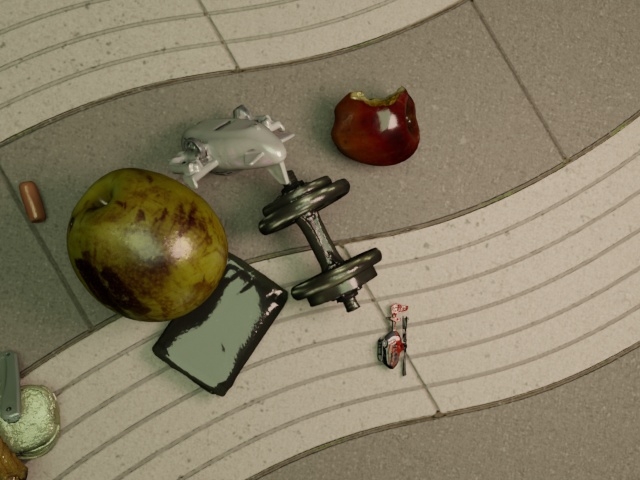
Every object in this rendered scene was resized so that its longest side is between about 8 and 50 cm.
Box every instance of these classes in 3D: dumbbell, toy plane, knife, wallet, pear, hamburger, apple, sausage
[{"bbox_3d":[0.000,0.000,1.429,0.192,0.192,0.290,-26,88,-7],"label":"dumbbell"},{"bbox_3d":[0.146,0.196,1.507,0.060,0.037,0.145,3,87,-10],"label":"toy plane"},{"bbox_3d":[-0.567,0.263,1.383,0.044,0.023,0.162,-16,43,-12],"label":"knife"},{"bbox_3d":[-0.161,-0.171,1.424,0.252,0.252,0.118,-18,120,-7],"label":"toy plane"},{"bbox_3d":[-0.188,0.160,1.471,0.169,0.052,0.245,35,79,-3],"label":"wallet"},{"bbox_3d":[-0.308,0.010,1.352,0.284,0.283,0.283,0,86,-6],"label":"pear"},{"bbox_3d":[-0.549,0.335,1.412,0.133,0.062,0.140,3,83,-7],"label":"hamburger"},{"bbox_3d":[0.105,-0.215,1.480,0.158,0.156,0.147,-8,87,22],"label":"apple"},{"bbox_3d":[-0.550,-0.074,1.456,0.034,0.034,0.083,-19,87,-7],"label":"sausage"}]

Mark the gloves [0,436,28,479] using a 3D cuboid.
[{"bbox_3d":[-0.662,0.370,1.324,0.356,0.203,0.155,31,51,4],"label":"gloves"}]
